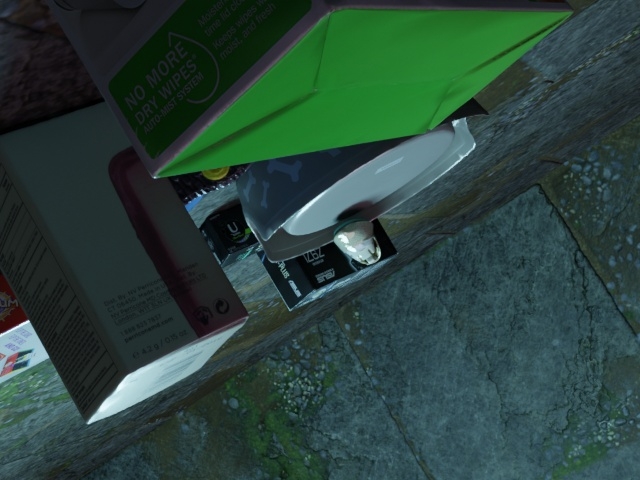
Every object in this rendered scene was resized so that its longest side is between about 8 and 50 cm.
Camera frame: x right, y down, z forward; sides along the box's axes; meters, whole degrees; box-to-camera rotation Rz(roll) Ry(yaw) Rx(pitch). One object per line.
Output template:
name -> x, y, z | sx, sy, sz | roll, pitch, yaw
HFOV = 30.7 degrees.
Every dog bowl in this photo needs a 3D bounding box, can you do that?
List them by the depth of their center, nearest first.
dog bowl -> 0.047, -0.103, 1.489 | 0.349, 0.102, 0.349 | -30, 170, -6

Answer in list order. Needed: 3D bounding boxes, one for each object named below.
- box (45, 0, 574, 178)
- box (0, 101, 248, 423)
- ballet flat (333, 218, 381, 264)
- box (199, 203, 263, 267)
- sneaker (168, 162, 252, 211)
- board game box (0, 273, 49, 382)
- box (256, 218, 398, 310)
box -> -0.026, -0.168, 0.594 | 0.127, 0.231, 0.262 | -38, 167, 32
box -> -0.190, 0.018, 1.020 | 0.127, 0.232, 0.148 | -24, 168, -33
ballet flat -> 0.059, 0.005, 1.608 | 0.057, 0.052, 0.168 | -32, 170, 8
box -> -0.113, -0.009, 1.591 | 0.083, 0.062, 0.052 | -25, 167, -32
sneaker -> -0.147, -0.070, 1.242 | 0.209, 0.069, 0.082 | -41, -159, 9
board game box -> -0.409, 0.124, 1.383 | 0.317, 0.064, 0.242 | -28, 169, -17
box -> 0.000, 0.000, 1.720 | 0.180, 0.147, 0.077 | -21, 167, -40
